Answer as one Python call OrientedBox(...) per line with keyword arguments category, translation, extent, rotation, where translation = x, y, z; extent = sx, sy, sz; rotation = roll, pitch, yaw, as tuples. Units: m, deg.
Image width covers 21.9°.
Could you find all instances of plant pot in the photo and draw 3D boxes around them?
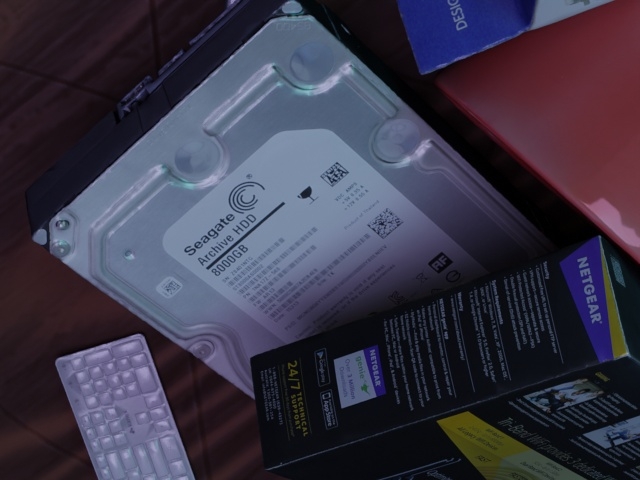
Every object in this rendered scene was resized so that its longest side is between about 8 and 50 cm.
OrientedBox(category="plant pot", translation=(0.251, -0.103, 1.068), extent=(0.275, 0.275, 0.243), rotation=(40, 95, -9))

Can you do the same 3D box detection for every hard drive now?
OrientedBox(category="hard drive", translation=(0.000, 0.000, 1.135), extent=(0.237, 0.064, 0.339), rotation=(-40, 125, 13))

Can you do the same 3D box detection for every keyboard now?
OrientedBox(category="keyboard", translation=(-0.132, 0.197, 1.299), extent=(0.072, 0.014, 0.256), rotation=(-15, 107, 8))

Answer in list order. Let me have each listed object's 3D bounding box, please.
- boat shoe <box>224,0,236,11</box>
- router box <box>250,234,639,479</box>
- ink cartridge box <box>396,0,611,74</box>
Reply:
OrientedBox(category="boat shoe", translation=(-0.025, -0.102, 1.165), extent=(0.084, 0.095, 0.258), rotation=(0, 118, -1))
OrientedBox(category="router box", translation=(0.136, 0.115, 1.098), extent=(0.242, 0.309, 0.081), rotation=(-20, 62, 22))
OrientedBox(category="ink cartridge box", translation=(0.160, -0.289, 1.007), extent=(0.307, 0.072, 0.304), rotation=(-19, 65, 7))
